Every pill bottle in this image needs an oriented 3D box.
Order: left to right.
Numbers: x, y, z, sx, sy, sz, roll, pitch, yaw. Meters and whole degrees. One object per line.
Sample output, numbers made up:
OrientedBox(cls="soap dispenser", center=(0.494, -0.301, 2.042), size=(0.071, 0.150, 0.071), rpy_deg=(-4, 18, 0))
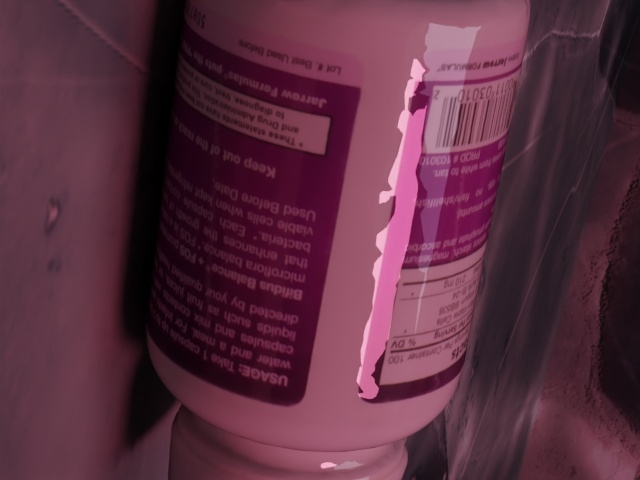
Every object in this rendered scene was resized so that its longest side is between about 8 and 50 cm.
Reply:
OrientedBox(cls="pill bottle", center=(0.000, 0.000, 0.927), size=(0.169, 0.169, 0.301), rpy_deg=(-40, 143, -63))
